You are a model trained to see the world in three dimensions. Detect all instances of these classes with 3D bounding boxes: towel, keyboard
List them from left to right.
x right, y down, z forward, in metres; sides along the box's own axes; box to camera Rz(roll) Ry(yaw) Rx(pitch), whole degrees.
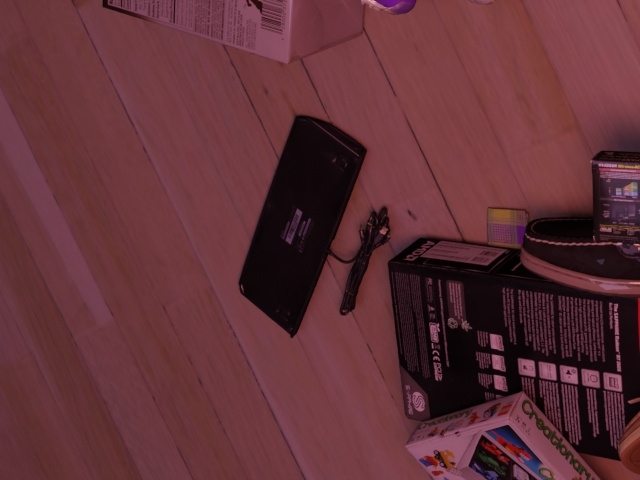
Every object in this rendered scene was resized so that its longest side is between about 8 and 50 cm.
[{"bbox_3d":[0.000,0.000,2.009,0.201,0.033,0.317,39,128,25],"label":"keyboard"},{"bbox_3d":[0.235,0.000,1.850,0.060,0.009,0.083,5,111,35],"label":"towel"}]

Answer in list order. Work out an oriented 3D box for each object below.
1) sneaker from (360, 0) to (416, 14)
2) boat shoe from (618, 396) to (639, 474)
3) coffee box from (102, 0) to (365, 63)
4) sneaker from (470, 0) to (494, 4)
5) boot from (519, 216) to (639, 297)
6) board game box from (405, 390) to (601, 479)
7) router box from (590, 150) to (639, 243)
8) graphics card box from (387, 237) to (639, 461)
[{"bbox_3d":[0.051,-0.410,1.734,0.146,0.102,0.293,-37,74,34],"label":"sneaker"},{"bbox_3d":[0.447,0.156,1.654,0.285,0.089,0.104,-37,129,11],"label":"boat shoe"},{"bbox_3d":[-0.109,-0.328,1.863,0.297,0.168,0.119,21,120,29],"label":"coffee box"},{"bbox_3d":[0.204,-0.373,1.667,0.111,0.103,0.252,36,134,17],"label":"sneaker"},{"bbox_3d":[0.394,-0.084,1.616,0.377,0.138,0.284,4,112,31],"label":"boot"},{"bbox_3d":[0.271,0.330,1.859,0.305,0.053,0.193,49,140,-14],"label":"board game box"},{"bbox_3d":[0.347,-0.044,1.557,0.122,0.038,0.092,5,112,25],"label":"router box"},{"bbox_3d":[0.268,0.134,1.822,0.370,0.094,0.233,6,116,33],"label":"graphics card box"}]
